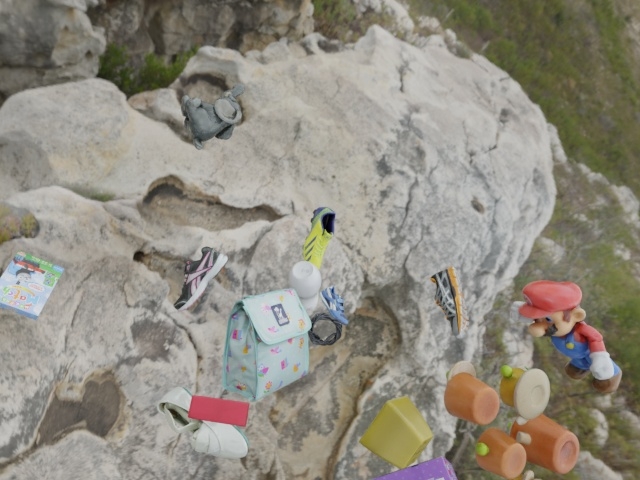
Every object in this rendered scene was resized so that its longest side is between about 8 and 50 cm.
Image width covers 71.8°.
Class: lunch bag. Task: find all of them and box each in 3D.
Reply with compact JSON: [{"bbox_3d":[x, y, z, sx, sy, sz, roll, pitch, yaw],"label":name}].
[{"bbox_3d":[-0.144,0.268,1.216,0.223,0.160,0.262,-6,101,-53],"label":"lunch bag"}]

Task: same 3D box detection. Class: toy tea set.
[{"bbox_3d":[0.324,0.328,0.789,0.200,0.124,0.336,-38,108,-21],"label":"toy tea set"}]

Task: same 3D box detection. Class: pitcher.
[{"bbox_3d":[-0.052,0.152,1.744,0.126,0.207,0.177,3,54,9],"label":"pitcher"}]

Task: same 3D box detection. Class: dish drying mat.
[{"bbox_3d":[-0.144,0.240,0.625,0.083,0.008,0.032,8,71,2],"label":"dish drying mat"}]

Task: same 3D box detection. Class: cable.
[{"bbox_3d":[0.014,0.396,1.965,0.185,0.047,0.150,12,102,-31],"label":"cable"}]

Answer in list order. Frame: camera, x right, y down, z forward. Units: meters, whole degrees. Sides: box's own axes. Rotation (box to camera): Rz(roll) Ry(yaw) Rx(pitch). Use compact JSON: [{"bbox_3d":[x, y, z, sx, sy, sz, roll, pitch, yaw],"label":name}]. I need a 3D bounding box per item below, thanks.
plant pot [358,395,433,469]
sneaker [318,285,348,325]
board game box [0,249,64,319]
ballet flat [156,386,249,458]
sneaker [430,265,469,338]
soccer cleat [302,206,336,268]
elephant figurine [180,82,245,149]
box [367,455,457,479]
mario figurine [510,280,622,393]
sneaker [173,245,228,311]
[{"bbox_3d":[0.319,0.777,1.766,0.187,0.212,0.212,38,10,33],"label":"plant pot"},{"bbox_3d":[0.052,0.210,1.439,0.144,0.059,0.053,54,5,24],"label":"sneaker"},{"bbox_3d":[-1.025,0.154,1.545,0.160,0.039,0.211,30,41,-27],"label":"board game box"},{"bbox_3d":[-0.428,0.654,1.541,0.400,0.139,0.139,22,41,32],"label":"ballet flat"},{"bbox_3d":[0.381,0.185,1.305,0.084,0.083,0.214,42,38,-51],"label":"sneaker"},{"bbox_3d":[-0.001,-0.001,1.885,0.093,0.121,0.289,7,97,-40],"label":"soccer cleat"},{"bbox_3d":[-0.342,-0.432,1.518,0.239,0.186,0.169,-14,28,-26],"label":"elephant figurine"},{"bbox_3d":[0.069,0.413,0.688,0.293,0.201,0.057,-22,57,7],"label":"box"},{"bbox_3d":[0.570,0.237,1.059,0.320,0.198,0.170,51,45,-14],"label":"mario figurine"},{"bbox_3d":[-0.310,0.089,1.094,0.077,0.072,0.178,39,85,-9],"label":"sneaker"}]
